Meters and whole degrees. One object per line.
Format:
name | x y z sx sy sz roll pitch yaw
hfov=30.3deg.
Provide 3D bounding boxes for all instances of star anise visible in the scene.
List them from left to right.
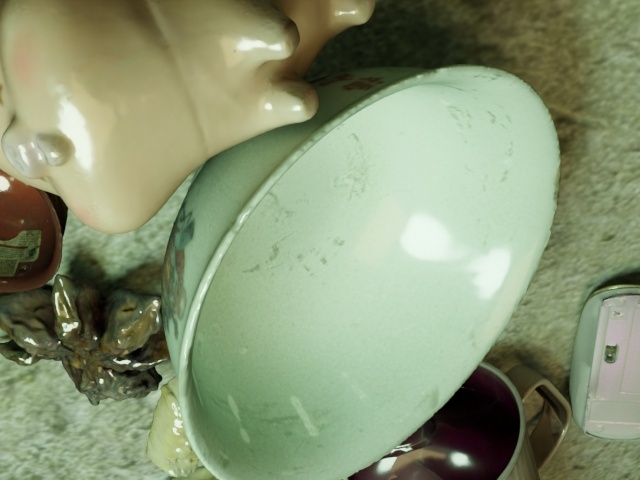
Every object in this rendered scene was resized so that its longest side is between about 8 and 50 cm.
star anise | -0.221 0.098 1.185 0.197 0.073 0.212 -28 133 32

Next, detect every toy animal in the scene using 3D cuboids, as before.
toy animal | -0.121 -0.156 0.904 0.269 0.326 0.237 6 132 32

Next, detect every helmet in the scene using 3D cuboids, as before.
helmet | -0.284 -0.049 1.029 0.155 0.106 0.175 7 138 8

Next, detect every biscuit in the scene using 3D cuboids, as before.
biscuit | -0.051 0.138 1.252 0.281 0.084 0.179 -8 125 -44

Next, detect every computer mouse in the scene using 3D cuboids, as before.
computer mouse | 0.373 0.145 1.441 0.126 0.056 0.245 1 127 4

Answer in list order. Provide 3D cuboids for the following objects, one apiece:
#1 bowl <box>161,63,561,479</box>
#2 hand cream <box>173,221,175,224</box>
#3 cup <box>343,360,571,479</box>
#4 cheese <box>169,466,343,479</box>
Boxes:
bowl | 0.000 0.000 1.075 0.435 0.196 0.435 -29 138 -29
hand cream | -0.121 0.080 1.248 0.075 0.052 0.248 -19 131 -34
cup | 0.169 0.275 1.431 0.208 0.288 0.273 4 140 26
cheese | -0.053 0.343 1.430 0.248 0.251 0.173 -25 131 -49
